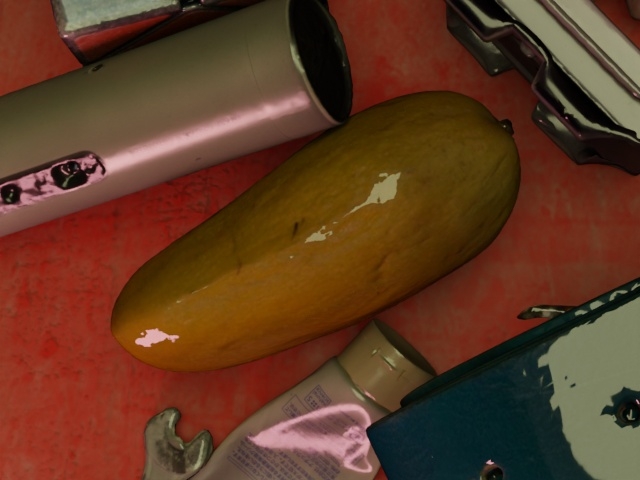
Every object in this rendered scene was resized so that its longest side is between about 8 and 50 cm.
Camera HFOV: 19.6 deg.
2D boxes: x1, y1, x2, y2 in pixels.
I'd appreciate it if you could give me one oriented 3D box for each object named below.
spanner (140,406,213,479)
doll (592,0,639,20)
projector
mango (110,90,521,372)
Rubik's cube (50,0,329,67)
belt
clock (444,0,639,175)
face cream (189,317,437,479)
[{"bbox_3d":[-0.161,0.277,1.467,0.071,0.017,0.302,21,84,23],"label":"spanner"},{"bbox_3d":[0.257,-0.283,1.468,0.262,0.093,0.211,-13,85,31],"label":"doll"},{"bbox_3d":[-0.145,-0.090,1.407,0.337,0.108,0.108,-17,81,21],"label":"projector"},{"bbox_3d":[0.004,0.000,1.422,0.331,0.195,0.142,-29,77,10],"label":"mango"},{"bbox_3d":[-0.114,-0.253,1.453,0.205,0.207,0.205,-14,83,2],"label":"Rubik's cube"},{"bbox_3d":[0.253,0.102,1.341,0.436,0.300,0.173,-22,84,-4],"label":"belt"},{"bbox_3d":[0.174,-0.152,1.438,0.083,0.186,0.253,-43,82,2],"label":"clock"},{"bbox_3d":[-0.008,0.165,1.472,0.114,0.070,0.224,43,98,10],"label":"face cream"}]
